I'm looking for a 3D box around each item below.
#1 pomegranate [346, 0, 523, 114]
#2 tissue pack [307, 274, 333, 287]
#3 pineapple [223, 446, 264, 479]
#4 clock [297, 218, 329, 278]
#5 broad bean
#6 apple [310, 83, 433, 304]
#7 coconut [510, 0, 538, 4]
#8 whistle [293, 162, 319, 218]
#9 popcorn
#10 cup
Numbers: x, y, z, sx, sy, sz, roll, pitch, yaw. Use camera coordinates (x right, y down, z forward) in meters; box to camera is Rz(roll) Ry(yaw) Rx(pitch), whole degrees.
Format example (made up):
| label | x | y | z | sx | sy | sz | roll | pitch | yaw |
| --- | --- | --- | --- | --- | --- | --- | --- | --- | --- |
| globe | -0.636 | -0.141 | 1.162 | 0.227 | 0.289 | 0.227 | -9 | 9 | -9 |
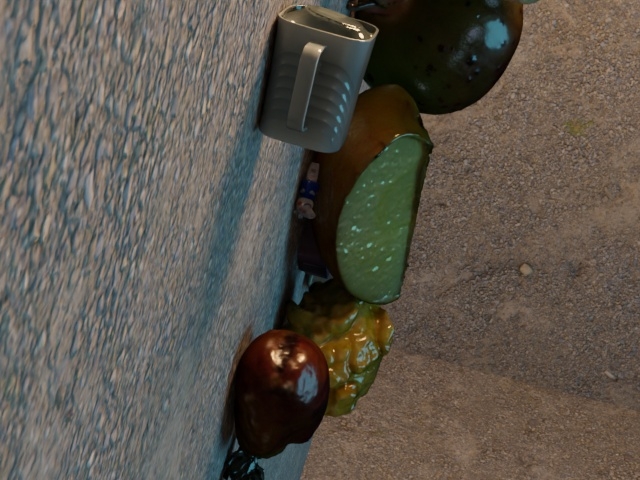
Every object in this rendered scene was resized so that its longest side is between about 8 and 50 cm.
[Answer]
| label | x | y | z | sx | sy | sz | roll | pitch | yaw |
| --- | --- | --- | --- | --- | --- | --- | --- | --- | --- |
| pomegranate | 0.152 | -0.348 | 1.776 | 0.291 | 0.324 | 0.290 | -21 | -114 | 61 |
| tissue pack | 0.055 | 0.022 | 2.154 | 0.225 | 0.124 | 0.184 | 61 | 41 | -84 |
| pineapple | -0.106 | 0.333 | 1.556 | 0.074 | 0.074 | 0.159 | 96 | 2 | -58 |
| clock | 0.000 | 0.000 | 1.886 | 0.152 | 0.050 | 0.110 | 85 | 19 | -77 |
| broad bean | -0.052 | 0.208 | 1.474 | 0.228 | 0.122 | 0.156 | 92 | 10 | -52 |
| apple | 0.067 | -0.065 | 1.701 | 0.254 | 0.179 | 0.346 | -66 | 166 | -51 |
| coconut | 0.269 | -0.483 | 1.529 | 0.329 | 0.329 | 0.328 | 14 | 90 | -85 |
| whistle | -0.015 | -0.071 | 1.607 | 0.029 | 0.033 | 0.083 | 27 | 76 | -81 |
| popcorn | 0.014 | 0.173 | 1.817 | 0.250 | 0.190 | 0.250 | -157 | -90 | -87 |
| cup | -0.006 | -0.160 | 1.103 | 0.128 | 0.095 | 0.129 | -64 | 169 | -66 |
